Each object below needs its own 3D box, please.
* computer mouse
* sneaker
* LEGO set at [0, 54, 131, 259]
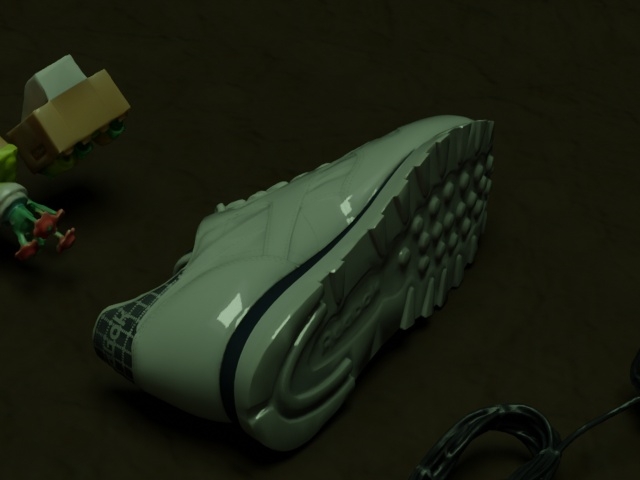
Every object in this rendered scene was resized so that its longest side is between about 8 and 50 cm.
[{"bbox_3d":[0.134,0.077,0.808,0.242,0.041,0.071,-21,42,-23],"label":"computer mouse"},{"bbox_3d":[0.000,0.000,0.863,0.094,0.090,0.235,14,32,30],"label":"sneaker"},{"bbox_3d":[-0.167,0.003,0.821,0.107,0.132,0.287,40,22,19],"label":"LEGO set"}]
